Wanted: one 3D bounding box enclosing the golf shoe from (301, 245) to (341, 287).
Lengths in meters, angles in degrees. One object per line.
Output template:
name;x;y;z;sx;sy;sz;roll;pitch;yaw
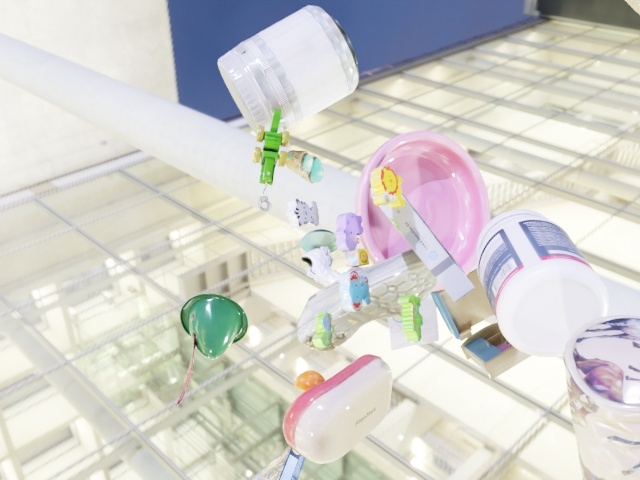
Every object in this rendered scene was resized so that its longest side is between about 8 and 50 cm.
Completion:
golf shoe;0.007;0.098;1.796;0.086;0.176;0.069;-11;-38;-25

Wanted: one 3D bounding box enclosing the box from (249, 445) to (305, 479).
box;-0.128;0.580;1.562;0.233;0.044;0.159;-49;9;35

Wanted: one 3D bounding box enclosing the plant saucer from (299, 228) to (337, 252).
plant saucer;0.000;0.000;1.950;0.119;0.119;0.021;49;-147;-50

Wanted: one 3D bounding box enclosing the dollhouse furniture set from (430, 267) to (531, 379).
dollhouse furniture set;0.450;0.159;1.826;0.286;0.198;0.303;-30;-81;-3

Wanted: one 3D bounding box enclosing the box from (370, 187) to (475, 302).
box;0.142;-0.008;0.988;0.038;0.186;0.145;-37;5;8

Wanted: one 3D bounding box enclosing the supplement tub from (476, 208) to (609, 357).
supplement tub;0.400;0.070;1.282;0.272;0.191;0.191;-88;-2;-64

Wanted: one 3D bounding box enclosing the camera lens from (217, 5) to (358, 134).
camera lens;-0.067;-0.384;1.569;0.274;0.219;0.219;-31;-45;-6

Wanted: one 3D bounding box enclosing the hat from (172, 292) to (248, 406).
hat;-0.271;0.263;1.663;0.184;0.172;0.209;-85;-7;-53

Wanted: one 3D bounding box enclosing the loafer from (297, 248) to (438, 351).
loafer;0.076;0.086;1.189;0.112;0.319;0.112;32;-138;-33

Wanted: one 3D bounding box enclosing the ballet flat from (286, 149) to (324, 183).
ballet flat;-0.045;-0.198;1.797;0.206;0.067;0.073;38;-112;-73

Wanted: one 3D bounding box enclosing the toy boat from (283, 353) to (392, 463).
toy boat;0.015;0.282;1.224;0.231;0.151;0.151;-24;-53;-46

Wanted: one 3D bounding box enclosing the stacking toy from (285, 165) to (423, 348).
stacking toy;0.040;0.029;0.900;0.052;0.166;0.221;1;-101;-48

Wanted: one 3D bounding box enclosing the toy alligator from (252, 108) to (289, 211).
toy alligator;-0.090;-0.134;1.193;0.051;0.056;0.190;126;151;-74

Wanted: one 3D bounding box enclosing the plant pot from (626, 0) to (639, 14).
plant pot;0.400;-0.320;0.604;0.305;0.333;0.334;-40;-43;-42

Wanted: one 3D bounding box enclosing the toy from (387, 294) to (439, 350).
toy;0.241;0.174;1.849;0.136;0.056;0.237;-11;-61;-4

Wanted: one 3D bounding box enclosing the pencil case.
pencil case;0.445;0.299;0.925;0.160;0.183;0.411;-46;-51;-38

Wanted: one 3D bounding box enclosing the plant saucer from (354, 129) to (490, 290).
plant saucer;0.205;-0.060;1.443;0.332;0.084;0.332;2;-93;-28
